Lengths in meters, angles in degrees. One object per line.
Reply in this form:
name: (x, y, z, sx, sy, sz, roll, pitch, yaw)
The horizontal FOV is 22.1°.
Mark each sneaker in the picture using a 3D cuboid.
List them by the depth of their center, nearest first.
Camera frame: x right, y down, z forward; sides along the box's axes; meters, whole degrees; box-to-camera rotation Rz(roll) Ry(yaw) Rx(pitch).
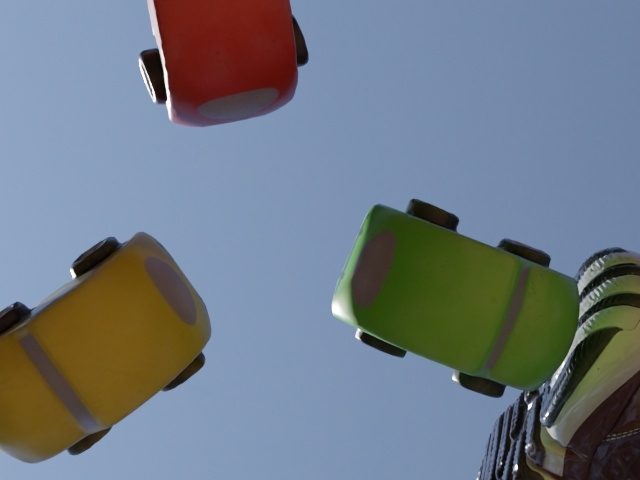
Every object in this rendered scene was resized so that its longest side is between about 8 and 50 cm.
sneaker: (0.171, 0.125, 0.820, 0.162, 0.281, 0.106, 16, -125, 0)

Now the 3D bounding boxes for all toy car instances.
toy car: (0.000, 0.000, 0.614, 0.225, 0.053, 0.239, 21, -88, -10)
